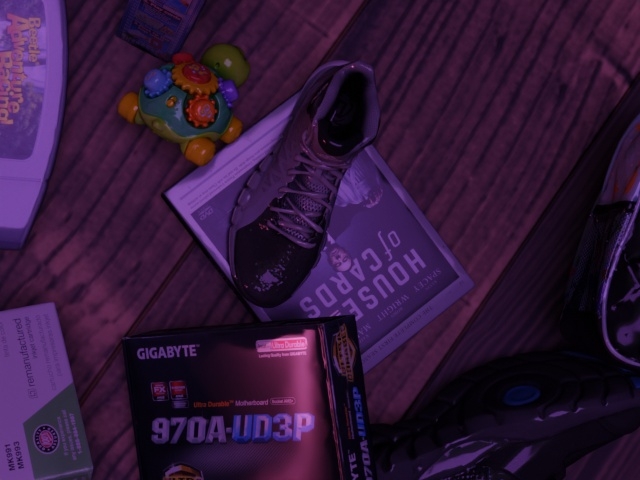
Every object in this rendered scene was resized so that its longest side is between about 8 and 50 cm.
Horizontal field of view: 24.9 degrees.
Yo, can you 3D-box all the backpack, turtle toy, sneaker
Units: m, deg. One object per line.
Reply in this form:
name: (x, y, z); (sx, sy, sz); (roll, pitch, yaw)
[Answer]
backpack: (0.343, 0.001, 1.275); (0.225, 0.191, 0.253); (16, 93, -12)
turtle toy: (-0.107, -0.127, 1.247); (0.095, 0.130, 0.066); (32, 128, 9)
sneaker: (0.139, 0.202, 1.291); (0.341, 0.125, 0.139); (-19, 110, -4)
sneaker: (-0.012, -0.053, 1.212); (0.086, 0.132, 0.228); (21, 86, -8)

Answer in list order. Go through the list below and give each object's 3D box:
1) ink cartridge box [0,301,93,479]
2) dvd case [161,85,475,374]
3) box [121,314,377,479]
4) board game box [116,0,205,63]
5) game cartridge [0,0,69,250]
ink cartridge box: (-0.304, 0.151, 1.170); (0.212, 0.093, 0.154); (-9, 65, -17)
dvd case: (0.000, 0.000, 1.296); (0.179, 0.029, 0.238); (-38, 95, -8)
box: (-0.060, 0.157, 1.206); (0.051, 0.220, 0.175); (-10, 93, -54)
board game box: (-0.098, -0.254, 1.196); (0.060, 0.194, 0.194); (27, 86, -9)
game cartridge: (-0.314, -0.142, 1.231); (0.196, 0.060, 0.294); (3, 89, -14)
